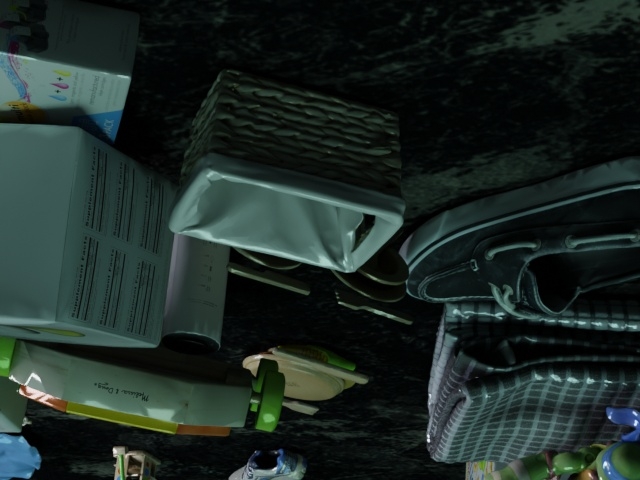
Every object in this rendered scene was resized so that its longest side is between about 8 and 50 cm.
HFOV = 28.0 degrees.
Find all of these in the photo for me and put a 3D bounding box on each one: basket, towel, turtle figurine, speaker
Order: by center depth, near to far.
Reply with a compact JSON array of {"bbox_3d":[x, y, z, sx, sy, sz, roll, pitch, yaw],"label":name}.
[{"bbox_3d":[-0.025,-0.055,1.031,0.167,0.103,0.113,14,151,-17],"label":"basket"},{"bbox_3d":[-0.112,0.035,1.180,0.055,0.136,0.055,3,153,1],"label":"speaker"},{"bbox_3d":[0.256,0.317,1.330,0.198,0.274,0.266,8,157,7],"label":"turtle figurine"},{"bbox_3d":[0.240,0.166,1.404,0.235,0.121,0.283,3,153,0],"label":"towel"}]

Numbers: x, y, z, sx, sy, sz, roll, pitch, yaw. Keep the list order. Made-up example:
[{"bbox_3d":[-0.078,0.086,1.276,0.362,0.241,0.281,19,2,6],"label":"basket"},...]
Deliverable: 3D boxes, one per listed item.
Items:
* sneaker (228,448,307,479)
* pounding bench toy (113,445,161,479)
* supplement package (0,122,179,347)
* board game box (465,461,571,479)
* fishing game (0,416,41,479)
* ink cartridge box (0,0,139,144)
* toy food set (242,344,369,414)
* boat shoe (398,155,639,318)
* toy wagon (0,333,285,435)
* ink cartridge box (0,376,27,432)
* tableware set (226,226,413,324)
[{"bbox_3d":[-0.086,0.324,1.842,0.135,0.052,0.058,-25,132,31],"label":"sneaker"},{"bbox_3d":[-0.278,0.341,1.871,0.052,0.065,0.083,-9,150,23],"label":"pounding bench toy"},{"bbox_3d":[-0.246,0.000,1.043,0.194,0.149,0.203,3,171,16],"label":"supplement package"},{"bbox_3d":[0.273,0.313,1.660,0.144,0.142,0.275,4,153,1],"label":"board game box"},{"bbox_3d":[-0.495,0.300,1.853,0.189,0.041,0.264,6,145,-5],"label":"fishing game"},{"bbox_3d":[-0.232,-0.135,0.949,0.181,0.061,0.104,10,153,-12],"label":"ink cartridge box"},{"bbox_3d":[-0.026,0.153,1.517,0.132,0.038,0.192,20,155,-14],"label":"toy food set"},{"bbox_3d":[0.190,0.020,1.147,0.301,0.102,0.108,-19,145,37],"label":"boat shoe"},{"bbox_3d":[-0.175,0.128,1.281,0.267,0.068,0.344,13,179,-4],"label":"toy wagon"},{"bbox_3d":[-0.402,0.119,1.328,0.176,0.127,0.128,-2,152,11],"label":"ink cartridge box"},{"bbox_3d":[0.000,0.000,1.142,0.194,0.128,0.039,18,120,-25],"label":"tableware set"}]
